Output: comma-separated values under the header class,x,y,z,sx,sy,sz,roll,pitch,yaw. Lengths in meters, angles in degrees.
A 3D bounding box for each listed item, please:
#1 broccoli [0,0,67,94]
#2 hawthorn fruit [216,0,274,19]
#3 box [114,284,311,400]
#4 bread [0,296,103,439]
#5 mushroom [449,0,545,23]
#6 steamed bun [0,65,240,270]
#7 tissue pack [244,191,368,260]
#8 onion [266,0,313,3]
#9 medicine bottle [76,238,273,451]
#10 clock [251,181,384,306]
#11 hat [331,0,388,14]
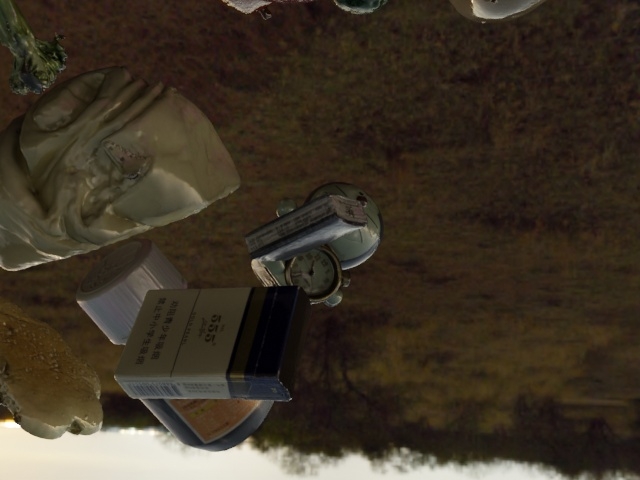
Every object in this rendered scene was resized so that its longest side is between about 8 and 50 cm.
class,x,y,z,sx,sy,sz,roll,pitch,yaw
broccoli,-0.757,-0.518,1.831,0.145,0.165,0.304,4,133,21
hawthorn fruit,-0.172,-0.648,1.604,0.295,0.295,0.311,1,177,7
box,-0.152,0.147,1.069,0.259,0.168,0.071,-2,138,18
bread,-0.356,0.145,0.905,0.251,0.039,0.182,41,-171,24
mushroom,0.272,-0.506,1.150,0.290,0.293,0.292,30,157,-18
steamed bun,-0.277,-0.099,0.923,0.320,0.206,0.275,-28,-165,-33
tissue pack,-0.019,-0.016,1.085,0.156,0.051,0.112,-24,167,24
onion,-0.055,-0.476,1.005,0.358,0.345,0.358,1,162,0
medicine bottle,-0.266,0.193,1.356,0.242,0.242,0.395,-9,129,38
clock,0.000,0.000,1.285,0.199,0.243,0.146,51,159,-4
hat,0.008,-0.606,1.281,0.285,0.400,0.285,-3,179,0
